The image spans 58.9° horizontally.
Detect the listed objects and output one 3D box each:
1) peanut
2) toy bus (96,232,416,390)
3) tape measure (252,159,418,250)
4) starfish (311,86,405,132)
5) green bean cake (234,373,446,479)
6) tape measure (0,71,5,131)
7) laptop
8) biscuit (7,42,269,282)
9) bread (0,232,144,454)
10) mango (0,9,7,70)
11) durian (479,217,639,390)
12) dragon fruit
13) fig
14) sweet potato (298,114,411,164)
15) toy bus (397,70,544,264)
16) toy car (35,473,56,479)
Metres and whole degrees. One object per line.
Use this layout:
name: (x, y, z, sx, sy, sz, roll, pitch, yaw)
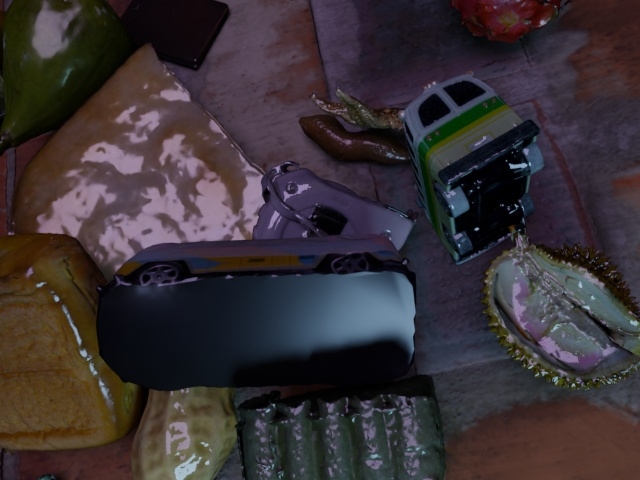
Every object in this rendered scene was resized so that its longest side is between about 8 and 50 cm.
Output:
peanut: (-0.182, 0.235, 0.840, 0.147, 0.147, 0.305, 6, 69, 13)
toy bus: (-0.080, 0.086, 0.741, 0.387, 0.162, 0.171, -2, 109, -1)
tape measure: (0.000, 0.000, 0.862, 0.236, 0.120, 0.197, 23, 95, -8)
starfish: (0.102, -0.203, 0.898, 0.236, 0.277, 0.062, 23, 112, 45)
green bean cake: (0.035, 0.247, 0.727, 0.241, 0.255, 0.132, -11, 80, 7)
tape measure: (-0.649, -0.255, 1.078, 0.177, 0.154, 0.087, -37, 70, -7)
laptop: (-0.299, -0.431, 1.129, 0.207, 0.026, 0.153, 21, 76, 16)
biscuit: (-0.295, -0.053, 0.956, 0.429, 0.104, 0.446, 41, 83, 9)
bread: (-0.430, 0.153, 0.834, 0.337, 0.148, 0.327, -11, 115, 19)
mango: (-0.624, -0.383, 1.079, 0.139, 0.253, 0.113, 18, 102, -15)
durian: (0.320, 0.090, 0.780, 0.194, 0.138, 0.237, -23, 73, 7)
dragon fruit: (0.315, -0.459, 0.930, 0.205, 0.210, 0.268, 29, 80, -22)
fig: (-0.496, -0.318, 1.021, 0.314, 0.233, 0.233, -37, 70, -5)
sweet potato: (0.061, -0.161, 0.955, 0.219, 0.051, 0.065, 20, 113, 10)
toy bus: (0.203, -0.092, 0.791, 0.134, 0.276, 0.164, -29, 63, 1)
toy car: (-0.449, 0.429, 0.867, 0.143, 0.054, 0.073, -42, 71, -8)
